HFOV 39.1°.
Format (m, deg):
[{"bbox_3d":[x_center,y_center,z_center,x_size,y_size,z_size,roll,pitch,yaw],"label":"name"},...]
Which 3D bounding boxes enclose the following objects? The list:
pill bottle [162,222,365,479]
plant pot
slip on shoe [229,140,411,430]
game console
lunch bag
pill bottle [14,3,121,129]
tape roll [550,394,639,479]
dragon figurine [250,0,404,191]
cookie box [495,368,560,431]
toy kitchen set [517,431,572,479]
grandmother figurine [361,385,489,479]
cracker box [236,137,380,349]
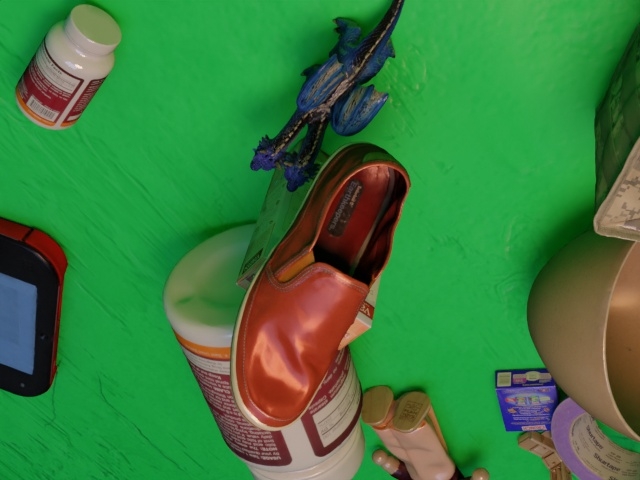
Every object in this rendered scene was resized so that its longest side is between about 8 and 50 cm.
[{"bbox_3d":[-0.063,0.188,1.304,0.224,0.224,0.392,-3,130,16],"label":"pill bottle"},{"bbox_3d":[0.370,0.095,1.120,0.284,0.284,0.191,48,159,-27],"label":"plant pot"},{"bbox_3d":[0.000,0.048,0.957,0.123,0.331,0.101,27,177,-20],"label":"slip on shoe"},{"bbox_3d":[-0.582,0.089,1.449,0.342,0.060,0.386,18,132,-3],"label":"game console"},{"bbox_3d":[0.384,-0.158,0.878,0.169,0.235,0.287,17,133,1],"label":"lunch bag"},{"bbox_3d":[-0.304,-0.210,1.095,0.086,0.086,0.152,34,130,-17],"label":"pill bottle"},{"bbox_3d":[0.439,0.281,1.312,0.189,0.080,0.189,22,128,31],"label":"tape roll"},{"bbox_3d":[0.025,-0.174,1.010,0.085,0.144,0.289,32,130,-16],"label":"dragon figurine"},{"bbox_3d":[0.322,0.247,1.390,0.092,0.040,0.107,-5,130,18],"label":"cookie box"},{"bbox_3d":[0.371,0.346,1.444,0.083,0.075,0.068,29,130,-19],"label":"toy kitchen set"},{"bbox_3d":[0.191,0.381,1.510,0.208,0.104,0.342,12,143,41],"label":"grandmother figurine"},{"bbox_3d":[0.000,0.000,1.113,0.156,0.232,0.067,35,129,-18],"label":"cracker box"}]
